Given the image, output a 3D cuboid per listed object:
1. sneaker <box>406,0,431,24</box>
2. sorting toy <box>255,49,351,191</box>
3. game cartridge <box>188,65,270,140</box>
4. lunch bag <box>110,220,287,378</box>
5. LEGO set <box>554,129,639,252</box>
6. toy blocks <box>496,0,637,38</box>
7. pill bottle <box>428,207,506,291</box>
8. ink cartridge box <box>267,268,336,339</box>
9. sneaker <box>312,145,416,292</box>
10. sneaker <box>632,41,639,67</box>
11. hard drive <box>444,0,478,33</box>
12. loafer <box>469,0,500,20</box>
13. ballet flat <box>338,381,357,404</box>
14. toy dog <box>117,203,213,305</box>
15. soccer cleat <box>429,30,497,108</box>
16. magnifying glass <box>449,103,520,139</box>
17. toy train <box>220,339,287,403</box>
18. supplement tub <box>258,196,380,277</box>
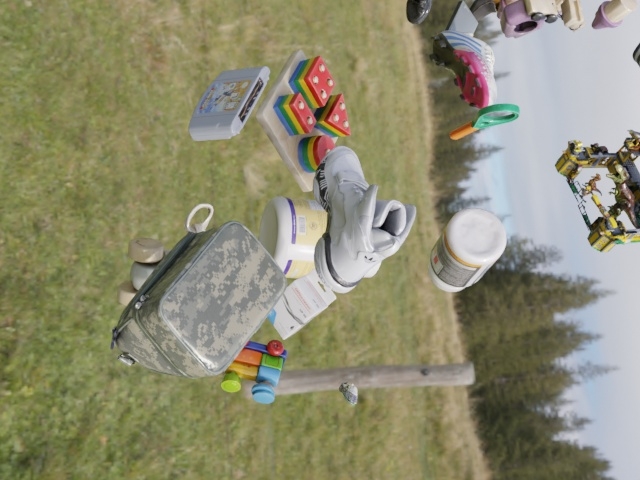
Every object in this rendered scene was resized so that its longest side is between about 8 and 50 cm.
[{"bbox_3d":[0.195,-0.508,1.473,0.089,0.051,0.170,-18,132,-61],"label":"sneaker"},{"bbox_3d":[-0.018,-0.300,1.877,0.255,0.089,0.257,57,42,-37],"label":"sorting toy"},{"bbox_3d":[-0.296,-0.438,2.409,0.062,0.198,0.297,62,40,-45],"label":"game cartridge"},{"bbox_3d":[-0.262,0.128,1.551,0.212,0.256,0.305,50,52,-20],"label":"lunch bag"},{"bbox_3d":[0.726,-0.143,1.787,0.192,0.255,0.331,115,-25,-54],"label":"LEGO set"},{"bbox_3d":[0.413,-0.495,1.491,0.260,0.288,0.309,146,-59,-60],"label":"toy blocks"},{"bbox_3d":[0.390,0.035,2.075,0.278,0.162,0.162,107,-19,-66],"label":"pill bottle"},{"bbox_3d":[-0.057,0.166,1.987,0.104,0.180,0.060,53,32,10],"label":"ink cartridge box"},{"bbox_3d":[0.094,-0.081,1.618,0.137,0.210,0.366,26,50,-31],"label":"sneaker"},{"bbox_3d":[0.986,-0.532,2.043,0.099,0.282,0.153,57,9,-45],"label":"sneaker"},{"bbox_3d":[0.387,-0.583,2.110,0.094,0.022,0.135,41,67,-40],"label":"hard drive"},{"bbox_3d":[0.484,-0.666,2.131,0.062,0.170,0.061,9,58,-38],"label":"loafer"},{"bbox_3d":[0.074,0.384,1.936,0.114,0.041,0.041,-158,-122,-77],"label":"ballet flat"},{"bbox_3d":[-0.329,0.072,1.847,0.334,0.161,0.220,-32,137,-37],"label":"toy dog"},{"bbox_3d":[0.394,-0.447,1.920,0.331,0.143,0.116,-113,-163,-47],"label":"soccer cleat"},{"bbox_3d":[0.385,-0.282,1.815,0.231,0.092,0.026,164,-72,-64],"label":"magnifying glass"},{"bbox_3d":[-0.213,0.300,1.824,0.143,0.248,0.105,-81,-171,-46],"label":"toy train"},{"bbox_3d":[0.000,0.000,2.271,0.241,0.331,0.241,-175,-90,-70],"label":"supplement tub"}]
